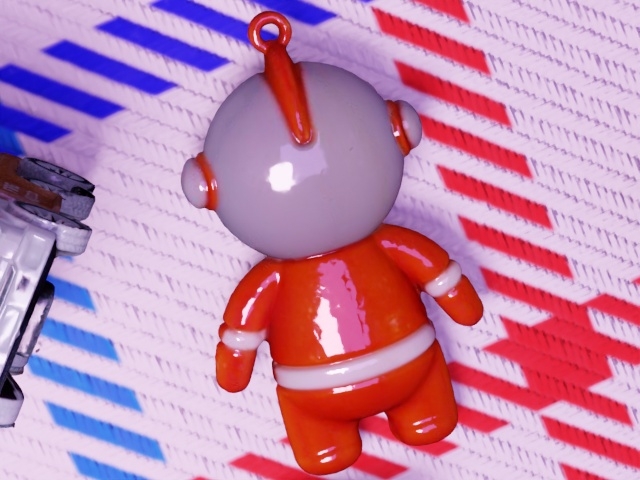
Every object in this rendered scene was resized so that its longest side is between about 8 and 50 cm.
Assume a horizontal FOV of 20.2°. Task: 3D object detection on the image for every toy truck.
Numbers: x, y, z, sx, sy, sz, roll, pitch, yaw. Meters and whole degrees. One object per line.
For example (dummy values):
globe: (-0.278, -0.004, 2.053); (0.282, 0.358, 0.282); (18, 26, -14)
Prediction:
toy truck: (-0.249, 0.006, 1.119); (0.184, 0.338, 0.133); (21, 96, -10)

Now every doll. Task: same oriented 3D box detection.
doll: (0.000, 0.000, 1.277); (0.199, 0.105, 0.336); (-17, 108, -2)
